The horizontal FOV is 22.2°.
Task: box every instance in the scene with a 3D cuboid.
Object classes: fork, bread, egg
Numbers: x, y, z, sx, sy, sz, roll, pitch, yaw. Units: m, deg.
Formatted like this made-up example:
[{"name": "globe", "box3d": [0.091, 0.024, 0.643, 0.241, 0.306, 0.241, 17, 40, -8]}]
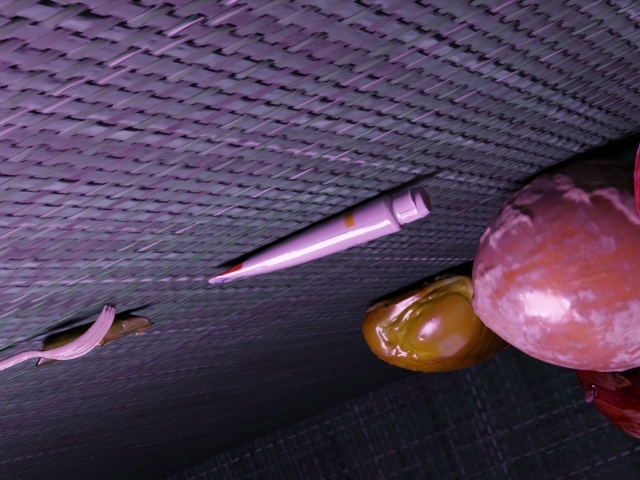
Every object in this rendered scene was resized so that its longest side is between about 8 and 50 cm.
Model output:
[{"name": "fork", "box3d": [-0.263, 0.106, 1.325, 0.219, 0.028, 0.034, -23, 175, 8]}, {"name": "bread", "box3d": [0.178, 0.110, 2.117, 0.166, 0.112, 0.383, -24, 171, 16]}, {"name": "egg", "box3d": [0.257, 0.024, 1.515, 0.245, 0.203, 0.203, -12, 169, -14]}]

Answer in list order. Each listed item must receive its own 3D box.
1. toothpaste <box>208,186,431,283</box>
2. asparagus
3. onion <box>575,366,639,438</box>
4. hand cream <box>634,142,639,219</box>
[{"name": "toothpaste", "box3d": [0.000, 0.000, 1.319, 0.190, 0.031, 0.048, -21, 175, 20]}, {"name": "asparagus", "box3d": [-0.190, 0.080, 1.370, 0.108, 0.021, 0.025, -18, 175, -23]}, {"name": "onion", "box3d": [0.442, 0.051, 1.943, 0.348, 0.348, 0.385, -25, -150, 19]}, {"name": "hand cream", "box3d": [0.362, -0.042, 1.301, 0.230, 0.230, 0.149, -23, 173, 11]}]
